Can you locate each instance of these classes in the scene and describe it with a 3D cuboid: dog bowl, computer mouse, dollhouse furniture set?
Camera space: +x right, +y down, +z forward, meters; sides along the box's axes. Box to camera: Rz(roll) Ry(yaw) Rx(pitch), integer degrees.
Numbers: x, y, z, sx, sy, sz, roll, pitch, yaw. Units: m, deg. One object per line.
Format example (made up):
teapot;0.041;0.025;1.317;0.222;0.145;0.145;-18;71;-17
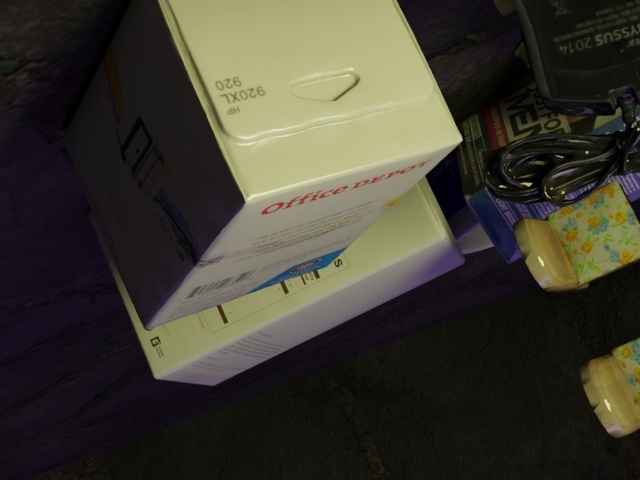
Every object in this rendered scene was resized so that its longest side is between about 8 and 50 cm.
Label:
dog bowl;0.263;-0.085;1.529;0.265;0.104;0.265;-23;167;-6
computer mouse;0.183;-0.163;0.819;0.188;0.272;0.072;-8;-155;17
dollhouse furniture set;0.305;-0.087;0.920;0.362;0.394;0.256;-30;166;21

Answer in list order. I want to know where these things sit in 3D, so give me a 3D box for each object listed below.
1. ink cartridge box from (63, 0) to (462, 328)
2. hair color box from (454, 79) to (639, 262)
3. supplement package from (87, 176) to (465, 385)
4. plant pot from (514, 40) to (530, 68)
ink cartridge box;-0.050;-0.072;0.832;0.171;0.168;0.232;-18;166;-31
hair color box;0.318;-0.131;1.262;0.347;0.105;0.174;-28;-152;16
supplement package;-0.035;-0.002;1.137;0.293;0.175;0.177;-26;166;7
plant pot;0.249;-0.173;1.192;0.083;0.079;0.083;-23;167;-5
